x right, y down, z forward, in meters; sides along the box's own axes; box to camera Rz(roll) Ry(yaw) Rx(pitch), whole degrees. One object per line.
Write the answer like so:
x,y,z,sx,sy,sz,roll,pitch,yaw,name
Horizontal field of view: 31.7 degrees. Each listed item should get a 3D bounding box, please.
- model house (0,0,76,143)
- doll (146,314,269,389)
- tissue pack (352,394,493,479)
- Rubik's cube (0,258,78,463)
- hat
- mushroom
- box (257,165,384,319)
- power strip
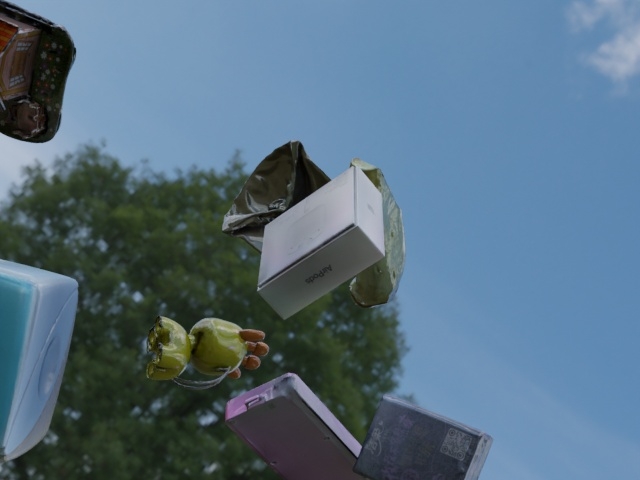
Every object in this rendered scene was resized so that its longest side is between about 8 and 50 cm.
-0.542,-0.263,1.703,0.294,0.154,0.207,24,-68,14,model house
-0.202,0.199,2.042,0.221,0.135,0.143,11,-47,-26,doll
0.128,0.271,1.432,0.156,0.112,0.051,18,-9,36,tissue pack
-0.666,0.198,2.074,0.351,0.352,0.347,14,-3,2,Rubik's cube
-0.029,-0.034,1.602,0.173,0.166,0.144,41,9,-13,hat
0.100,-0.013,1.998,0.087,0.107,0.333,31,-39,34,mushroom
0.000,0.000,1.181,0.130,0.129,0.051,-34,-65,20,box
-0.013,0.280,1.498,0.109,0.037,0.279,-28,-56,17,power strip
